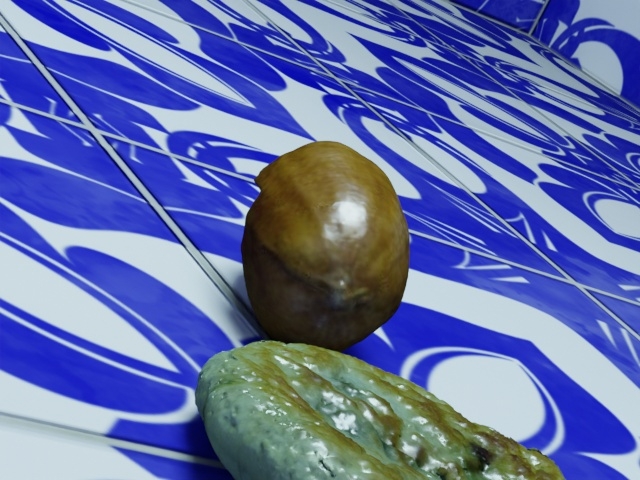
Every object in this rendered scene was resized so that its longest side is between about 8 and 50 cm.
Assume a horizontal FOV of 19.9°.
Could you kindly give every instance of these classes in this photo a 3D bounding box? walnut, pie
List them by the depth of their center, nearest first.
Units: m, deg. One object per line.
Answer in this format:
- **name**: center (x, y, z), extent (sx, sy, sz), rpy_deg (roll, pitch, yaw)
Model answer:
- **pie**: center (0.043, 0.119, 0.911), extent (0.240, 0.054, 0.240), rpy_deg (26, 12, -6)
- **walnut**: center (0.000, 0.000, 1.131), extent (0.116, 0.116, 0.207), rpy_deg (23, 20, -15)
